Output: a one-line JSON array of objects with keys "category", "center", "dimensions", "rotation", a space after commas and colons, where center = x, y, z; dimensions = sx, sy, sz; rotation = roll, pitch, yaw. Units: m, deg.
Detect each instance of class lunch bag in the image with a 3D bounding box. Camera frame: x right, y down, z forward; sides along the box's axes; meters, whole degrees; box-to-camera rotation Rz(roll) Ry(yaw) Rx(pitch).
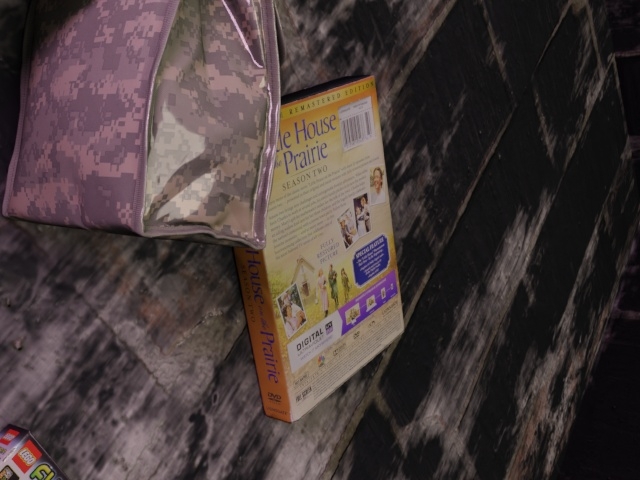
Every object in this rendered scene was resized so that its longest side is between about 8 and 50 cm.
[{"category": "lunch bag", "center": [-0.159, -0.146, 0.702], "dimensions": [0.168, 0.235, 0.287], "rotation": [7, 89, -48]}]

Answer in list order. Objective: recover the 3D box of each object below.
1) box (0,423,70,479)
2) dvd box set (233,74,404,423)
[{"category": "box", "center": [-0.281, 0.293, 0.750], "dimensions": [0.114, 0.036, 0.207], "rotation": [-52, 132, -38]}, {"category": "dvd box set", "center": [0.000, 0.000, 1.084], "dimensions": [0.307, 0.062, 0.421], "rotation": [-31, 119, -48]}]
